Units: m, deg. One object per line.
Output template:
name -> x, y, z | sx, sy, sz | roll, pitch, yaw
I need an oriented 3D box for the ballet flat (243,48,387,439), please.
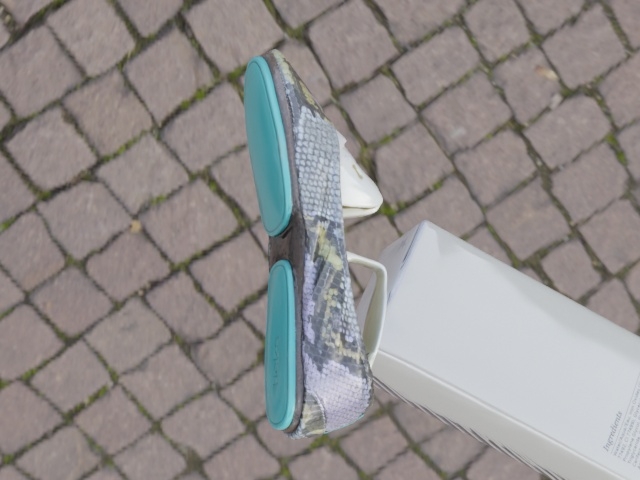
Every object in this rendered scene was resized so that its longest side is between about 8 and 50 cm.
ballet flat -> 0.000, 0.000, 0.351 | 0.041, 0.041, 0.114 | -4, 84, -6

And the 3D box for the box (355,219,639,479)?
box -> 0.159, 0.103, 0.894 | 0.275, 0.094, 0.113 | 29, 69, -7
